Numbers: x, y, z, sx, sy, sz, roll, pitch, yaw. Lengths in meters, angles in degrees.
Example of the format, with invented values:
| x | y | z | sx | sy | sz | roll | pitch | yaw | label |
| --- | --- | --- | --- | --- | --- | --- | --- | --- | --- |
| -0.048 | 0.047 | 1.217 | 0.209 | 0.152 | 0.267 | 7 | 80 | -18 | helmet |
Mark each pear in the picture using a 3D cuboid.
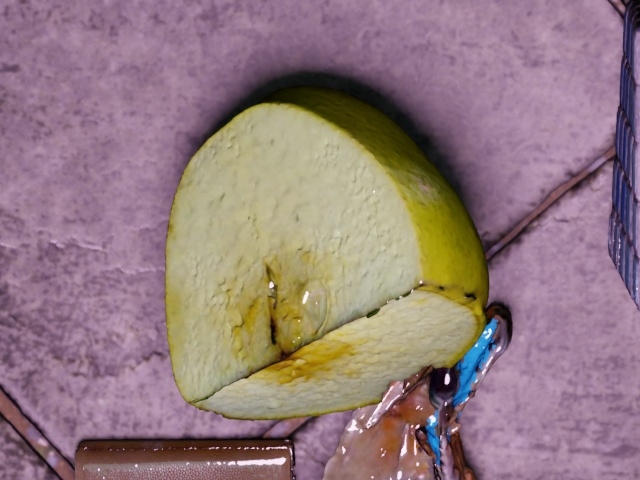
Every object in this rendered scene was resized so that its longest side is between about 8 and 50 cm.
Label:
| x | y | z | sx | sy | sz | roll | pitch | yaw | label |
| --- | --- | --- | --- | --- | --- | --- | --- | --- | --- |
| 0.000 | 0.000 | 1.596 | 0.292 | 0.159 | 0.292 | -5 | 81 | 36 | pear |

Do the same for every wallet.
| x | y | z | sx | sy | sz | roll | pitch | yaw | label |
| --- | --- | --- | --- | --- | --- | --- | --- | --- | --- |
| -0.121 | 0.233 | 1.725 | 0.198 | 0.031 | 0.110 | -2 | 101 | 4 | wallet |

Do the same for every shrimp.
| x | y | z | sx | sy | sz | roll | pitch | yaw | label |
| --- | --- | --- | --- | --- | --- | --- | --- | --- | --- |
| 0.086 | 0.267 | 1.686 | 0.221 | 0.110 | 0.445 | 14 | 105 | -4 | shrimp |

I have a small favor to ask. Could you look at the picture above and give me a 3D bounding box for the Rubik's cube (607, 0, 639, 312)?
| x | y | z | sx | sy | sz | roll | pitch | yaw | label |
| --- | --- | --- | --- | --- | --- | --- | --- | --- | --- |
| 0.361 | -0.071 | 1.531 | 0.238 | 0.237 | 0.237 | 1 | 99 | 5 | Rubik's cube |
